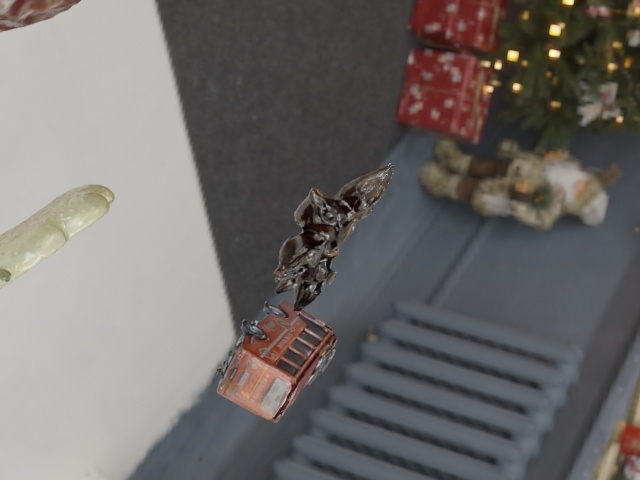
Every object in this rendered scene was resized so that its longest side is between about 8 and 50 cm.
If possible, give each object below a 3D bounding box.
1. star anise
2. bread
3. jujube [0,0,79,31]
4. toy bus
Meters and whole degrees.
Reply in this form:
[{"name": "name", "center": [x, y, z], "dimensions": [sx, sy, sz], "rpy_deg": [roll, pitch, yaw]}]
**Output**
[{"name": "star anise", "center": [-0.003, -0.003, 1.185], "dimensions": [0.212, 0.053, 0.157], "rpy_deg": [-52, 160, 19]}, {"name": "bread", "center": [-0.284, 0.000, 1.127], "dimensions": [0.039, 0.182, 0.251], "rpy_deg": [55, 2, -11]}, {"name": "jujube", "center": [-0.274, -0.236, 0.763], "dimensions": [0.318, 0.223, 0.223], "rpy_deg": [-5, 108, -64]}, {"name": "toy bus", "center": [-0.047, 0.127, 1.265], "dimensions": [0.073, 0.096, 0.235], "rpy_deg": [-60, 173, 13]}]
